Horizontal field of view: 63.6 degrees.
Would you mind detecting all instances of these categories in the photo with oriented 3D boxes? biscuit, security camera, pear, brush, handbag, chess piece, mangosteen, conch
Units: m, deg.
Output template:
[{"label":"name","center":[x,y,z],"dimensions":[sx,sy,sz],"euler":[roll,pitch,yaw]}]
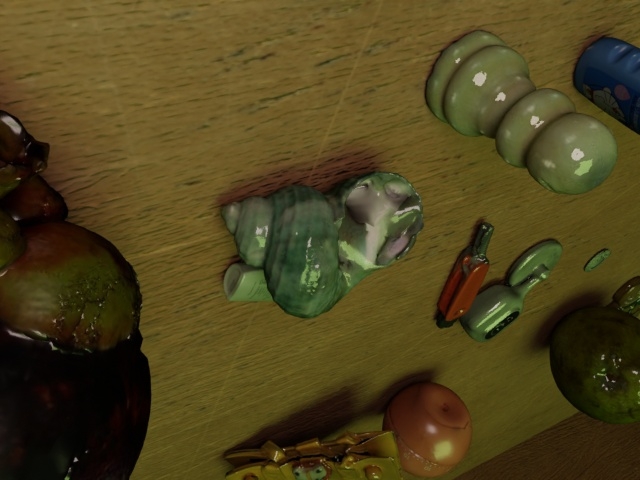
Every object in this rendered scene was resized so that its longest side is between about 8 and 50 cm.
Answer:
[{"label":"biscuit","center":[1.028,0.221,1.734],"dimensions":[0.196,0.049,0.302],"euler":[-31,141,-6]},{"label":"security camera","center":[0.462,0.123,1.217],"dimensions":[0.301,0.080,0.157],"euler":[-43,140,8]},{"label":"pear","center":[0.855,0.369,1.525],"dimensions":[0.352,0.352,0.413],"euler":[-47,159,17]},{"label":"brush","center":[0.305,0.087,1.084],"dimensions":[0.070,0.051,0.323],"euler":[-14,138,-18]},{"label":"handbag","center":[-0.005,0.563,1.220],"dimensions":[0.400,0.133,0.283],"euler":[-9,131,8]},{"label":"chess piece","center":[0.252,-0.148,0.644],"dimensions":[0.133,0.243,0.133],"euler":[-20,141,-17]},{"label":"mangosteen","center":[-0.345,0.113,0.422],"dimensions":[0.380,0.381,0.422],"euler":[-12,127,-24]},{"label":"conch","center":[0.000,0.000,0.698],"dimensions":[0.277,0.195,0.220],"euler":[12,116,-14]}]

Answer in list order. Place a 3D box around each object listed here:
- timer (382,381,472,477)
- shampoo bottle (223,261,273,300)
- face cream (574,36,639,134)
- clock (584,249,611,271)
[{"label":"timer","center":[0.278,0.497,1.360],"dimensions":[0.229,0.230,0.215],"euler":[-1,133,-34]},{"label":"shampoo bottle","center":[-0.052,0.070,0.820],"dimensions":[0.212,0.049,0.072],"euler":[8,122,-40]},{"label":"face cream","center":[0.494,-0.193,0.745],"dimensions":[0.083,0.264,0.149],"euler":[-41,141,10]},{"label":"clock","center":[0.745,0.056,1.389],"dimensions":[0.074,0.010,0.083],"euler":[9,126,-41]}]
